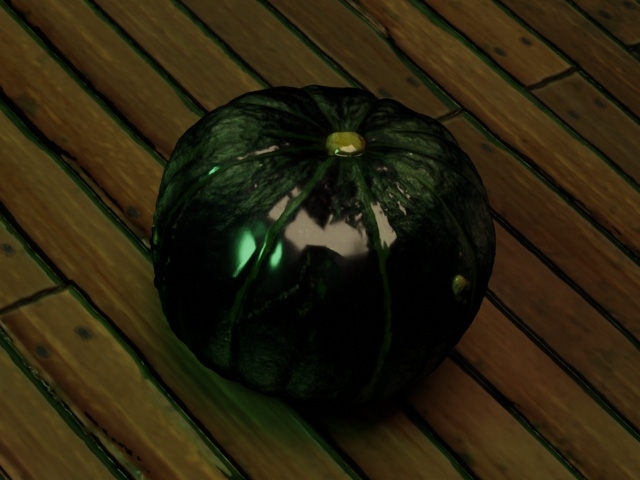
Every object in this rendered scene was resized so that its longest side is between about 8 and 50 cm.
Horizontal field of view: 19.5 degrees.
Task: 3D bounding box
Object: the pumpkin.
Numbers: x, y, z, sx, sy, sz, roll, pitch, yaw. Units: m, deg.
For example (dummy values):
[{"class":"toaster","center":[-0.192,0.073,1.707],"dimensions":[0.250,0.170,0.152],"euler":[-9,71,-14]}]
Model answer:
[{"class":"pumpkin","center":[0.000,0.000,1.151],"dimensions":[0.220,0.162,0.220],"euler":[10,37,-8]}]
